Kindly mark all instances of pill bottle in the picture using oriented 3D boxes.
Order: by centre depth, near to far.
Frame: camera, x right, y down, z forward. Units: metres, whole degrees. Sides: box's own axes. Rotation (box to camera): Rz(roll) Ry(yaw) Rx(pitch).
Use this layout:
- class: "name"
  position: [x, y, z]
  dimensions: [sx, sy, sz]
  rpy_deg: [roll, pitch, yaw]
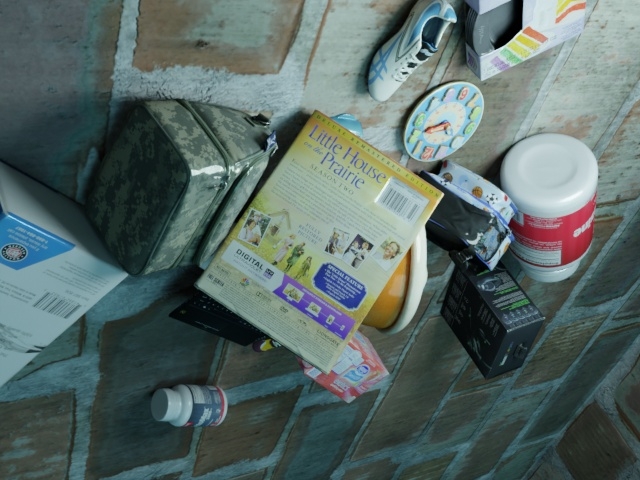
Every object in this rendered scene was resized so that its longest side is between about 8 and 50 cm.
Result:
- class: "pill bottle"
  position: [0.586, -0.066, 2.028]
  dimensions: [0.229, 0.229, 0.408]
  rpy_deg: [-29, 144, -4]
- class: "pill bottle"
  position: [-0.342, 0.429, 2.047]
  dimensions: [0.180, 0.108, 0.108]
  rpy_deg: [12, 126, -43]

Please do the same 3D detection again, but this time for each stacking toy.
- class: "stacking toy"
  position: [-0.041, 0.029, 1.682]
  dimensions: [0.479, 0.351, 0.351]
  rpy_deg: [1, 135, -15]

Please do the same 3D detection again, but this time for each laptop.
- class: "laptop"
  position: [-0.153, 0.186, 1.701]
  dimensions: [0.264, 0.137, 0.234]
  rpy_deg: [-35, 135, 28]

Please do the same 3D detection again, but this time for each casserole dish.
- class: "casserole dish"
  position: [0.023, -0.180, 1.656]
  dimensions: [0.114, 0.037, 0.188]
  rpy_deg: [2, 133, -37]

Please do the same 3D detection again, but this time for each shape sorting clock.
- class: "shape sorting clock"
  position: [0.274, -0.259, 1.739]
  dimensions: [0.206, 0.040, 0.206]
  rpy_deg: [-20, 143, -16]

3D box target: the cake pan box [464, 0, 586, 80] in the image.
- class: "cake pan box"
  position: [0.403, -0.470, 1.564]
  dimensions: [0.266, 0.070, 0.246]
  rpy_deg: [-25, 141, -8]

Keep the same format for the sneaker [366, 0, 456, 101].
- class: "sneaker"
  position: [0.170, -0.358, 1.512]
  dimensions: [0.085, 0.086, 0.237]
  rpy_deg: [5, 132, -41]

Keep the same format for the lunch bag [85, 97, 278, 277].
- class: "lunch bag"
  position: [-0.238, -0.102, 1.433]
  dimensions: [0.256, 0.212, 0.305]
  rpy_deg: [-15, 146, -50]

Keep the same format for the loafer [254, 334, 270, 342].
- class: "loafer"
  position: [-0.092, 0.200, 1.972]
  dimensions: [0.220, 0.080, 0.078]
  rpy_deg: [-13, 173, 11]

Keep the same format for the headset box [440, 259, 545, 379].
- class: "headset box"
  position: [0.487, 0.219, 2.244]
  dimensions: [0.131, 0.283, 0.246]
  rpy_deg: [-16, 140, -20]

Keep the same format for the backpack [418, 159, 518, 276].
- class: "backpack"
  position: [0.338, -0.048, 1.874]
  dimensions: [0.213, 0.276, 0.263]
  rpy_deg: [-46, 147, -2]

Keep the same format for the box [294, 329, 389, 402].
- class: "box"
  position: [0.049, 0.312, 2.158]
  dimensions: [0.154, 0.142, 0.300]
  rpy_deg: [-36, 144, 7]

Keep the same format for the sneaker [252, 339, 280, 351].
- class: "sneaker"
  position: [-0.090, 0.246, 2.031]
  dimensions: [0.185, 0.084, 0.069]
  rpy_deg: [-35, 144, 4]

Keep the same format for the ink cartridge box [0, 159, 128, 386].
- class: "ink cartridge box"
  position: [-0.597, 0.082, 1.410]
  dimensions: [0.395, 0.166, 0.285]
  rpy_deg: [-40, 142, 10]

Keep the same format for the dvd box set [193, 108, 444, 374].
- class: "dvd box set"
  position: [0.000, 0.000, 1.524]
  dimensions: [0.420, 0.307, 0.062]
  rpy_deg: [-57, 180, -9]
